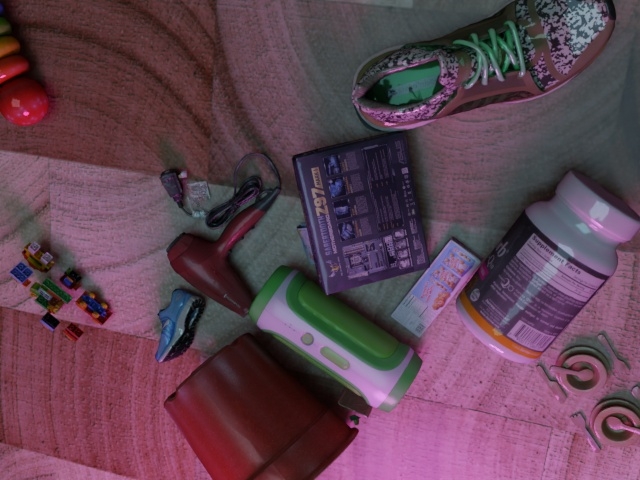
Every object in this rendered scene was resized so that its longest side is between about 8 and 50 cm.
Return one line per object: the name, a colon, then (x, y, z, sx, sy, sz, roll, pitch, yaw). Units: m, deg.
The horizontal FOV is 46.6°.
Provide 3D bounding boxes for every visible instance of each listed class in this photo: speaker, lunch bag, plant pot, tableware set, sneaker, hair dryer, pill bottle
speaker: (0.025, 0.168, 1.289, 0.296, 0.131, 0.131, 34, 112, 5)
lunch bag: (0.000, 0.000, 1.289, 0.083, 0.053, 0.071, -9, 104, 45)
plant pot: (-0.120, 0.327, 1.319, 0.265, 0.272, 0.272, 48, 113, 7)
tableware set: (0.464, 0.265, 1.232, 0.128, 0.039, 0.194, -34, 94, 22)
sneaker: (-0.280, 0.162, 1.426, 0.073, 0.063, 0.162, 34, 109, 24)
sneaker: (0.223, -0.250, 1.080, 0.410, 0.182, 0.158, -19, 99, 20)
hair dryer: (-0.173, 0.001, 1.327, 0.223, 0.080, 0.294, -5, 104, 17)
pill bottle: (0.347, 0.041, 1.139, 0.162, 0.162, 0.278, 36, 111, 4)

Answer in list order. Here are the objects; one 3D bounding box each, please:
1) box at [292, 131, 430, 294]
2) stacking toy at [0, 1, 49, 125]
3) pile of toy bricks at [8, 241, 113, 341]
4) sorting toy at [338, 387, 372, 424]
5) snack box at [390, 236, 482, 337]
box: (0.067, -0.046, 1.216, 0.183, 0.059, 0.233, -15, 102, -8)
stacking toy: (-0.596, -0.361, 1.334, 0.141, 0.141, 0.330, -25, 104, 21)
pile of toy bricks: (-0.526, 0.114, 1.463, 0.212, 0.118, 0.105, 43, 145, -8)
sorting toy: (0.061, 0.299, 1.340, 0.062, 0.083, 0.012, 26, 121, 7)
snack box: (0.196, 0.081, 1.269, 0.064, 0.022, 0.178, 37, 112, 5)
